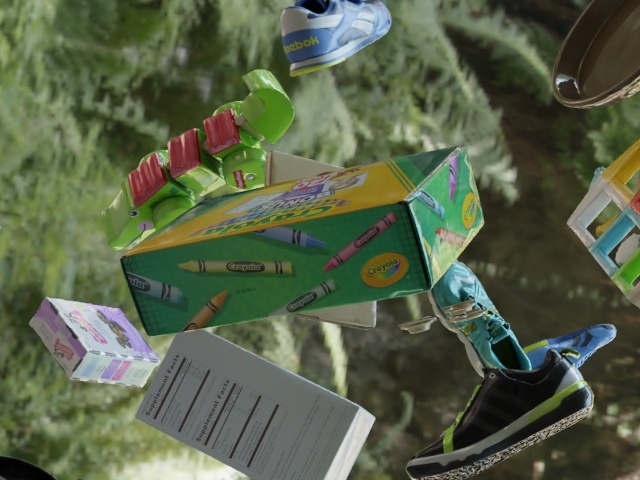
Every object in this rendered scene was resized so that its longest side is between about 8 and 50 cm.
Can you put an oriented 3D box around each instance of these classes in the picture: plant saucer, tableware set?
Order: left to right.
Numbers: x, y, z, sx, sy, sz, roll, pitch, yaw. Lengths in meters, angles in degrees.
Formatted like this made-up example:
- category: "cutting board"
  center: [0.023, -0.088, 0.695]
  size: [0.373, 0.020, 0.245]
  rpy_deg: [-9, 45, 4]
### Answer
- category: "tableware set"
  center: [0.199, 0.126, 2.111]
  size: [0.169, 0.141, 0.020]
  rpy_deg: [-117, -169, -89]
- category: "plant saucer"
  center: [0.421, -0.285, 1.717]
  size: [0.278, 0.041, 0.278]
  rpy_deg: [-47, -159, 24]

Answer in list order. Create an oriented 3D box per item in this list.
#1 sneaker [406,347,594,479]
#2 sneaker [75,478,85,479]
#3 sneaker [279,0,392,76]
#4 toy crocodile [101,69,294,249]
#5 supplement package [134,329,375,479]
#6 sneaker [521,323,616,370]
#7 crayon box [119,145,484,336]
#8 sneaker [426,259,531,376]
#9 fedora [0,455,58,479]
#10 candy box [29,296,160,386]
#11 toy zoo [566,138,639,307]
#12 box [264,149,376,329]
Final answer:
- category: "sneaker"
  center: [0.194, 0.195, 1.447]
  size: [0.084, 0.234, 0.097]
  rpy_deg: [80, -16, -67]
- category: "sneaker"
  center: [-0.329, 0.397, 1.890]
  size: [0.040, 0.109, 0.044]
  rpy_deg: [-39, 177, -4]
- category: "sneaker"
  center: [0.014, -0.185, 1.074]
  size: [0.053, 0.144, 0.059]
  rpy_deg: [-15, -75, 34]
- category: "toy crocodile"
  center: [-0.170, -0.100, 1.713]
  size: [0.340, 0.105, 0.115]
  rpy_deg: [-32, -128, 23]
- category: "supplement package"
  center: [-0.077, 0.216, 1.562]
  size: [0.134, 0.244, 0.139]
  rpy_deg: [-63, 165, -8]
- category: "sneaker"
  center: [0.484, 0.221, 2.468]
  size: [0.069, 0.209, 0.082]
  rpy_deg: [110, -39, -61]
- category: "crayon box"
  center: [-0.014, 0.001, 1.127]
  size: [0.165, 0.278, 0.081]
  rpy_deg: [-42, 118, -60]
- category: "sneaker"
  center: [0.295, 0.143, 2.318]
  size: [0.107, 0.275, 0.110]
  rpy_deg: [-43, -162, -17]
- category: "fedora"
  center: [-0.422, 0.387, 1.529]
  size: [0.152, 0.334, 0.334]
  rpy_deg: [96, -7, -56]
- category: "candy box"
  center: [-0.426, 0.193, 2.422]
  size: [0.165, 0.196, 0.070]
  rpy_deg: [46, -72, 33]
- category: "toy zoo"
  center: [0.492, -0.045, 1.996]
  size: [0.192, 0.030, 0.293]
  rpy_deg: [-51, -152, 16]
- category: "box"
  center: [0.000, 0.000, 1.585]
  size: [0.021, 0.164, 0.201]
  rpy_deg: [-21, -118, 54]
